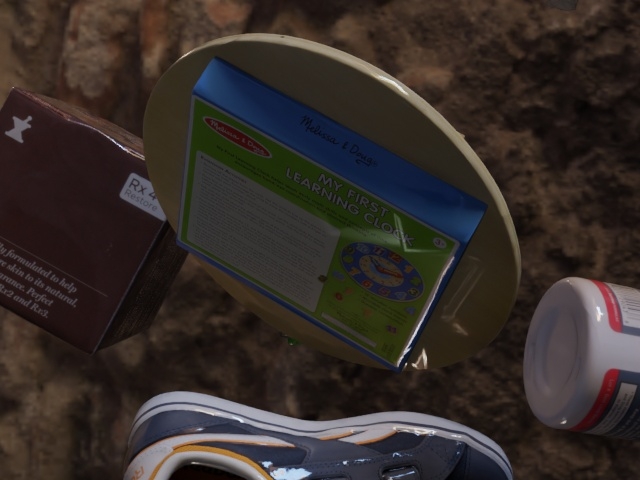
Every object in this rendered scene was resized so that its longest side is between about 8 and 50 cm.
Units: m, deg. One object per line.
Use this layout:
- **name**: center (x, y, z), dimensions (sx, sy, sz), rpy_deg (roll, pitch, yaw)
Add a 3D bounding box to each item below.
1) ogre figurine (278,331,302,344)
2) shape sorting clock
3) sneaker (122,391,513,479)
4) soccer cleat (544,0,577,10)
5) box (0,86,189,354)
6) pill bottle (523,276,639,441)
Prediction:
- **ogre figurine**: center (0.000, 0.000, 1.073), dimensions (0.118, 0.097, 0.197), rpy_deg (-15, -128, 50)
- **shape sorting clock**: center (0.001, -0.012, 0.518), dimensions (0.040, 0.206, 0.206), rpy_deg (-54, -170, -33)
- **sneaker**: center (0.002, 0.210, 0.831), dimensions (0.127, 0.321, 0.126), rpy_deg (-94, -168, -64)
- **soccer cleat**: center (0.402, -0.485, 1.517), dimensions (0.116, 0.143, 0.331), rpy_deg (30, -96, 34)
- **box**: center (-0.210, -0.018, 0.941), dimensions (0.167, 0.168, 0.203), rpy_deg (-61, 177, 4)
- **pill bottle**: center (0.248, 0.093, 0.747), dimensions (0.108, 0.180, 0.108), rpy_deg (-169, -90, -78)
